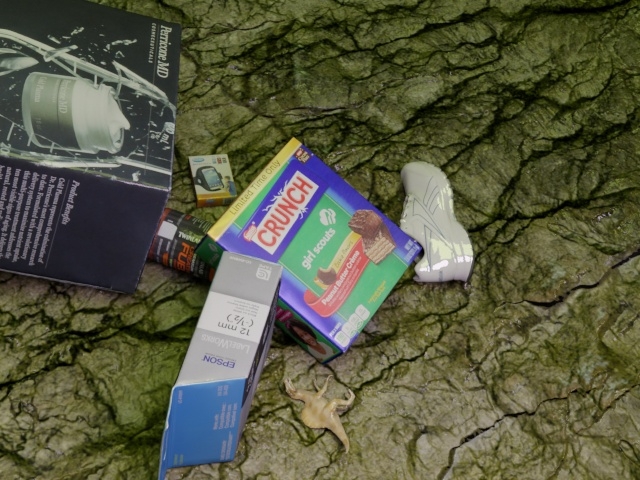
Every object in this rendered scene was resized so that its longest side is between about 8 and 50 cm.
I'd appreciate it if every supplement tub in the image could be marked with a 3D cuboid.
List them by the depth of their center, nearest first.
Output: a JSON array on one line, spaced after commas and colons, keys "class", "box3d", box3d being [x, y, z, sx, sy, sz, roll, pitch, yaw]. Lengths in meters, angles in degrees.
[{"class": "supplement tub", "box3d": [-0.215, 0.017, 2.046, 0.198, 0.106, 0.106, 19, 49, 6]}]

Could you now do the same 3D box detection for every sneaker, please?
[{"class": "sneaker", "box3d": [0.205, -0.042, 2.181, 0.129, 0.111, 0.297, -9, 51, -11]}]

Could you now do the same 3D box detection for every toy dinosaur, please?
[{"class": "toy dinosaur", "box3d": [0.015, 0.292, 1.900, 0.092, 0.053, 0.183, -38, 56, -17]}]

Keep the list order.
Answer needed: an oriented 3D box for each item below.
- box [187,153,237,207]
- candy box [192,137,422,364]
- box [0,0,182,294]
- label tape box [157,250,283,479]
[{"class": "box", "box3d": [-0.218, -0.127, 2.222, 0.081, 0.028, 0.136, -5, 53, -15]}, {"class": "candy box", "box3d": [-0.022, 0.016, 1.984, 0.317, 0.122, 0.268, 40, 62, -2]}, {"class": "box", "box3d": [-0.518, -0.202, 1.992, 0.471, 0.297, 0.480, 13, 44, -17]}, {"class": "label tape box", "box3d": [-0.161, 0.229, 1.775, 0.115, 0.249, 0.348, 13, 48, 1]}]
